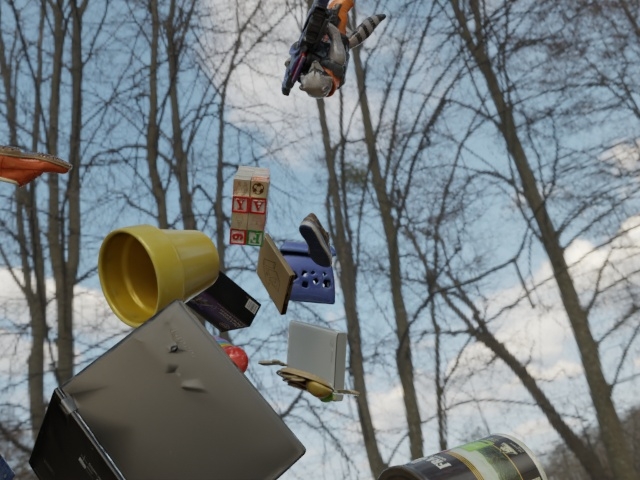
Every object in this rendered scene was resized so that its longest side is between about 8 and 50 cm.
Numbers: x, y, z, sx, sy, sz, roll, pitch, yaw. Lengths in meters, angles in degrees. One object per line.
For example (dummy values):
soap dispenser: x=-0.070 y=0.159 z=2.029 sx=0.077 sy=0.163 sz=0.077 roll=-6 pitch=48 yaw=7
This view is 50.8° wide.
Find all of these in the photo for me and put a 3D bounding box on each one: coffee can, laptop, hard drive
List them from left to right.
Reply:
laptop: x=-0.305 y=0.404 z=1.255 sx=0.236 sy=0.382 sz=0.408 roll=-21 pitch=-30 yaw=-49
hard drive: x=-0.018 y=0.366 z=2.093 sx=0.040 sy=0.203 sz=0.307 roll=4 pitch=-1 yaw=-29
coffee can: x=0.269 y=0.498 z=1.281 sx=0.275 sy=0.202 sz=0.201 roll=-4 pitch=-28 yaw=-34

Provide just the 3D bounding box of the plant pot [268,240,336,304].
plant pot: x=-0.061 y=0.117 z=2.439 sx=0.235 sy=0.212 sz=0.236 roll=7 pitch=-5 yaw=-5

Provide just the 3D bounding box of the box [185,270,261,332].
box: x=-0.363 y=0.195 z=2.305 sx=0.261 sy=0.103 sz=0.184 roll=43 pitch=-34 yaw=-24

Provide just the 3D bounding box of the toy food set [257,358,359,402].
toy food set: x=-0.032 y=0.289 z=1.342 sx=0.192 sy=0.039 sz=0.132 roll=27 pitch=-21 yaw=-20

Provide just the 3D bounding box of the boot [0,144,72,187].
boot: x=-0.631 y=-0.155 z=1.482 sx=0.157 sy=0.085 sz=0.059 roll=8 pitch=9 yaw=-20

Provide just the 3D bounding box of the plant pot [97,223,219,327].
plant pot: x=-0.402 y=0.073 z=1.742 sx=0.254 sy=0.254 sz=0.239 roll=-38 pitch=-12 yaw=38

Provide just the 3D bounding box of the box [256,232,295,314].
box: x=-0.139 y=0.100 z=2.029 sx=0.021 sy=0.201 sz=0.165 roll=-10 pitch=-47 yaw=-28

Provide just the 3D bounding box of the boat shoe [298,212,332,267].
boat shoe: x=0.000 y=0.000 z=1.852 sx=0.066 sy=0.066 sz=0.183 roll=6 pitch=-40 yaw=26

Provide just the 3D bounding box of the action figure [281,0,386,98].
action figure: x=0.039 y=-0.472 z=1.571 sx=0.178 sy=0.330 sz=0.341 roll=25 pitch=-26 yaw=-6

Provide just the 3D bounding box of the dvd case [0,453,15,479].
dvd case: x=-0.757 y=0.485 z=1.419 sx=0.022 sy=0.180 sz=0.253 roll=-6 pitch=-58 yaw=17

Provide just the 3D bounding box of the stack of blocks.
stack of blocks: x=-0.183 y=-0.110 z=1.808 sx=0.087 sy=0.297 sz=0.171 roll=5 pitch=-74 yaw=-4

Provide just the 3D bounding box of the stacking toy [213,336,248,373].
stacking toy: x=-0.288 y=0.349 z=1.984 sx=0.141 sy=0.141 sz=0.330 roll=-1 pitch=-9 yaw=-20
